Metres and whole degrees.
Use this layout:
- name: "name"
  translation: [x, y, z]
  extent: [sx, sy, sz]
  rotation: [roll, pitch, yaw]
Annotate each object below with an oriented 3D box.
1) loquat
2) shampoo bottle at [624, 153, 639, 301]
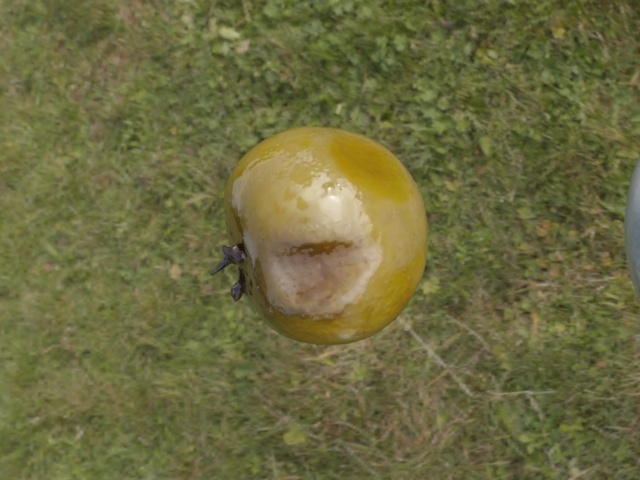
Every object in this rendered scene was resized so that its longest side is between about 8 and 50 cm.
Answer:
- name: "loquat"
  translation: [0.000, -0.003, 0.876]
  extent: [0.213, 0.213, 0.213]
  rotation: [-5, 82, 38]
- name: "shampoo bottle"
  translation: [0.427, -0.007, 0.790]
  extent: [0.322, 0.317, 0.323]
  rotation: [-4, 75, 15]
